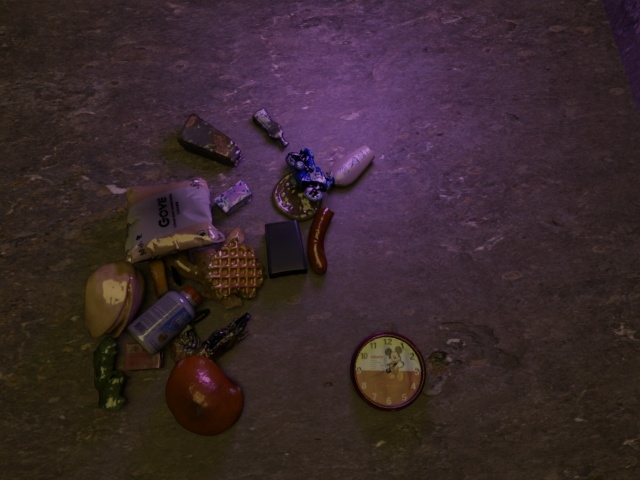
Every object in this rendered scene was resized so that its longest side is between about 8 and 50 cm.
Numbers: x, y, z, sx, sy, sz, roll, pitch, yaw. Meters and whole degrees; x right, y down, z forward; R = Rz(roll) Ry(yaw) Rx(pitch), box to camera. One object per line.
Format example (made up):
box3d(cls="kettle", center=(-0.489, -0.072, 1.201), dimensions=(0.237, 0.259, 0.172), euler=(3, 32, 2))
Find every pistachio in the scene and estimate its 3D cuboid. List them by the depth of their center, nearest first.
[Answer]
box3d(cls="pistachio", center=(-0.837, 0.236, 1.699), dimensions=(0.238, 0.229, 0.321), euler=(19, 90, 45))

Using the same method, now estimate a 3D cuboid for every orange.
box3d(cls="orange", center=(-0.464, 0.631, 1.668), dimensions=(0.274, 0.274, 0.310), euler=(-45, 121, -10))

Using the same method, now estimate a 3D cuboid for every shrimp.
box3d(cls="shrimp", center=(-0.473, 0.385, 1.760), dimensions=(0.365, 0.071, 0.233), euler=(-36, 76, -4))

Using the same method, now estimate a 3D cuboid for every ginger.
box3d(cls="ginger", center=(-0.852, 0.543, 1.694), dimensions=(0.137, 0.089, 0.290), euler=(-31, 69, 27))
box3d(cls="ginger", center=(-0.497, 0.125, 1.786), dimensions=(0.363, 0.122, 0.348), euler=(-4, 69, -13))

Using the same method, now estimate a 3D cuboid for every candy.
box3d(cls="candy", center=(-0.388, -0.188, 1.880), dimensions=(0.160, 0.073, 0.092), euler=(-38, 83, -9))

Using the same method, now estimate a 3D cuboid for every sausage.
box3d(cls="sausage", center=(-0.005, 0.000, 1.849), dimensions=(0.102, 0.076, 0.302), euler=(8, 77, 0))

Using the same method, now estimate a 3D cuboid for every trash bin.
box3d(cls="trash bin", center=(-0.154, 0.037, 1.819), dimensions=(0.165, 0.115, 0.226), euler=(-8, 76, -4))

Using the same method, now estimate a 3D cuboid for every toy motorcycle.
box3d(cls="toy motorcycle", center=(-0.040, -0.295, 1.858), dimensions=(0.168, 0.113, 0.315), euler=(-12, 57, -25))

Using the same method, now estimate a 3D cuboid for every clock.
box3d(cls="clock", center=(0.281, 0.541, 1.741), dimensions=(0.318, 0.080, 0.319), euler=(0, 74, 1))

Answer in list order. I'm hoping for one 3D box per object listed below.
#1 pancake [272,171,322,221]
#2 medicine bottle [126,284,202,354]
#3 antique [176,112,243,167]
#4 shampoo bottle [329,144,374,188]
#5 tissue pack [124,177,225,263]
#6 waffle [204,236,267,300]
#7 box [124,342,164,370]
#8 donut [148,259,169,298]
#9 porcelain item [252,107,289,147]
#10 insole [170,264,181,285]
box3d(cls="pancake", center=(-0.106, -0.205, 1.904), dimensions=(0.241, 0.050, 0.242), euler=(0, 77, -1))
box3d(cls="medicine bottle", center=(-0.618, 0.310, 1.696), dimensions=(0.157, 0.157, 0.288), euler=(42, 63, 7))
box3d(cls="antique", center=(-0.489, -0.438, 1.905), dimensions=(0.284, 0.125, 0.150), euler=(29, 80, 5))
box3d(cls="shampoo bottle", center=(0.130, -0.330, 1.925), dimensions=(0.257, 0.078, 0.127), euler=(-42, 84, -6))
box3d(cls="tissue pack", center=(-0.622, -0.084, 1.754), dimensions=(0.390, 0.195, 0.376), euler=(-14, 56, -11))
box3d(cls="waffle", center=(-0.347, 0.137, 1.746), dimensions=(0.291, 0.051, 0.291), euler=(12, 71, -41))
box3d(cls="box", center=(-0.725, 0.477, 1.731), dimensions=(0.156, 0.060, 0.111), euler=(-2, 75, -1))
box3d(cls="donut", center=(-0.675, 0.152, 1.753), dimensions=(0.065, 0.178, 0.162), euler=(-12, 37, -23))
box3d(cls="porcelain item", center=(-0.221, -0.521, 1.959), dimensions=(0.081, 0.069, 0.216), euler=(-40, 81, -13))
box3d(cls="insole", center=(-0.609, 0.150, 1.764), dimensions=(0.053, 0.153, 0.002), euler=(30, 55, 16))
